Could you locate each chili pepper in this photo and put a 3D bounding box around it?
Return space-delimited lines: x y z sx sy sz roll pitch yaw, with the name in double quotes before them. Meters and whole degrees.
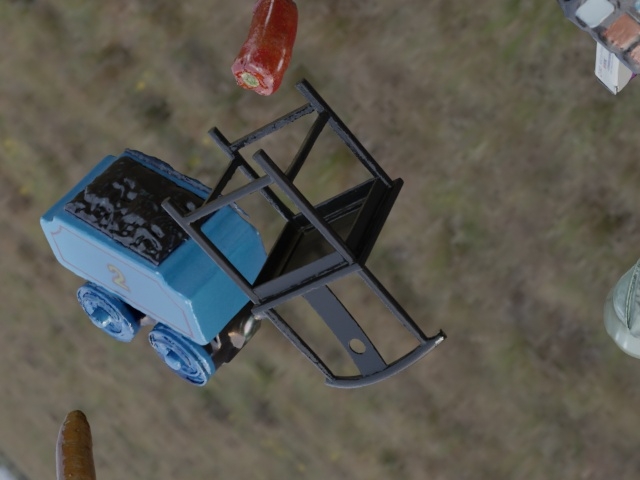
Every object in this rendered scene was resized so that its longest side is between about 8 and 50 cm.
"chili pepper" -0.064 -0.233 1.948 0.073 0.123 0.070 -7 148 37

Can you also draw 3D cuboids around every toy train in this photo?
"toy train" -0.205 0.034 2.176 0.300 0.188 0.265 26 149 32

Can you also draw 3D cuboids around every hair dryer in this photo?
"hair dryer" 0.279 -0.026 1.294 0.075 0.237 0.206 13 173 14

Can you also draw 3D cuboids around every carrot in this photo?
"carrot" -0.276 0.244 1.834 0.048 0.048 0.139 56 -168 -36

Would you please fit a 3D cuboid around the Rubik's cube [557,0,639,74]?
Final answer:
"Rubik's cube" 0.308 -0.254 1.433 0.182 0.187 0.184 33 -155 -32

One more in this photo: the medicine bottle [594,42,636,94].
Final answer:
"medicine bottle" 0.404 -0.299 1.999 0.052 0.171 0.201 39 159 26

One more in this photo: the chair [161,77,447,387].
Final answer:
"chair" 0.000 0.000 1.553 0.154 0.141 0.260 -24 116 39
